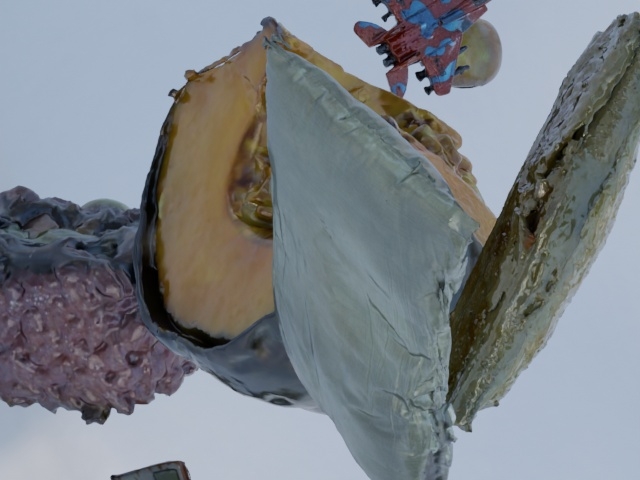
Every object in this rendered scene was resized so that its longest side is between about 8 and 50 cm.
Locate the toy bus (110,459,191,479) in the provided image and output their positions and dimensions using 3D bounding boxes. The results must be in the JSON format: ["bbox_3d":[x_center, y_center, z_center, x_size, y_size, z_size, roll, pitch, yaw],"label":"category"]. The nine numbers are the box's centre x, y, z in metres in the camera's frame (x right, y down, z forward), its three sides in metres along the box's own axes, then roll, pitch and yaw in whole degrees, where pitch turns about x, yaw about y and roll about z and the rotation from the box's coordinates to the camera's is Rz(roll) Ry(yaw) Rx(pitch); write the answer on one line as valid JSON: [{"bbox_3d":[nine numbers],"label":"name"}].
[{"bbox_3d":[-0.122,0.423,1.337,0.092,0.093,0.409,-16,78,-13],"label":"toy bus"}]

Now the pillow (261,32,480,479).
[{"bbox_3d":[0.020,0.022,0.674,0.050,0.148,0.230,-31,145,-28],"label":"pillow"}]

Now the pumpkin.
[{"bbox_3d":[0.000,0.000,1.032,0.225,0.256,0.303,22,32,-30],"label":"pumpkin"}]

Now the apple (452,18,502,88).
[{"bbox_3d":[0.199,-0.260,1.844,0.114,0.099,0.102,-6,100,-32],"label":"apple"}]

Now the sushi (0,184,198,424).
[{"bbox_3d":[-0.240,0.044,1.331,0.236,0.270,0.171,-60,155,-59],"label":"sushi"}]

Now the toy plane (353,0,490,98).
[{"bbox_3d":[0.127,-0.224,1.358,0.189,0.061,0.130,-34,95,-25],"label":"toy plane"}]

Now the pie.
[{"bbox_3d":[0.141,-0.004,0.839,0.068,0.128,0.282,29,91,-1],"label":"pie"}]
